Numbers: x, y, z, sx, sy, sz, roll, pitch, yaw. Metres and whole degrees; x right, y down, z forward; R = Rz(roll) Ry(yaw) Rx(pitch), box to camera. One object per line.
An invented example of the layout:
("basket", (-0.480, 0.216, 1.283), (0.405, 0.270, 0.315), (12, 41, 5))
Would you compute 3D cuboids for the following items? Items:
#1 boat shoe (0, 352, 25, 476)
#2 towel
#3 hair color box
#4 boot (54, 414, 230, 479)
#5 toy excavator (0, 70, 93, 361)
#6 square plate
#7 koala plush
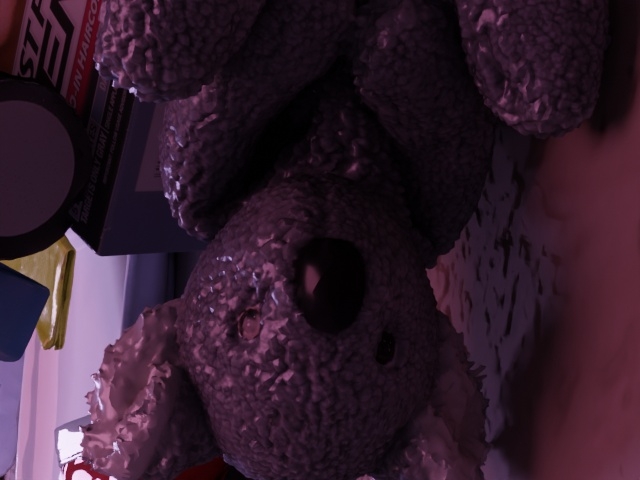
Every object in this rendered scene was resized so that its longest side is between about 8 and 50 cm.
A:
("boat shoe", (-0.304, 0.137, 1.548), (0.258, 0.095, 0.084), (-57, 5, 44))
("towel", (-0.251, -0.020, 1.297), (0.237, 0.021, 0.102), (51, 140, 43))
("hair color box", (-0.172, -0.159, 1.080), (0.374, 0.113, 0.185), (40, 123, 43))
("boot", (-0.080, 0.173, 0.954), (0.244, 0.088, 0.176), (-34, 65, 57))
("toy excavator", (-0.304, 0.090, 0.984), (0.222, 0.433, 0.445), (23, 86, 50))
("square plate", (-0.177, 0.124, 1.248), (0.344, 0.049, 0.347), (154, 120, -66))
("koala plush", (0.000, 0.000, 0.659), (0.203, 0.196, 0.221), (136, 137, -76))
